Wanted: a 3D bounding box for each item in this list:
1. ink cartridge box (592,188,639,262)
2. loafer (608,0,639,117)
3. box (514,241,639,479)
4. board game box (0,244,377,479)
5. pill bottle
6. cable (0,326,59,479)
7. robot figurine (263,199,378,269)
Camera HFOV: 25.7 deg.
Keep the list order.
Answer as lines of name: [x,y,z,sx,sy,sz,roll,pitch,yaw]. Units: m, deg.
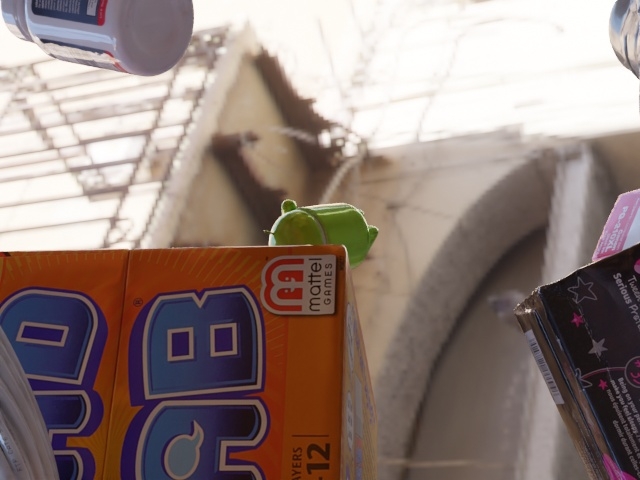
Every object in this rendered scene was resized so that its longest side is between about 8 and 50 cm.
ink cartridge box: [0.438,0.013,1.498,0.172,0.237,0.100,35,-112,-18]
loafer: [0.264,-0.143,1.008,0.112,0.111,0.319,56,-145,-19]
box: [0.249,0.123,0.932,0.163,0.142,0.247,76,171,-82]
board game box: [-0.141,0.246,1.192,0.356,0.356,0.356,78,-168,-59]
pill bottle: [-0.219,-0.221,1.349,0.108,0.180,0.108,-22,-61,-47]
cable: [-0.226,0.145,0.861,0.257,0.089,0.257,75,172,-81]
robot figurine: [0.000,0.000,1.336,0.115,0.067,0.101,-10,-129,-44]
